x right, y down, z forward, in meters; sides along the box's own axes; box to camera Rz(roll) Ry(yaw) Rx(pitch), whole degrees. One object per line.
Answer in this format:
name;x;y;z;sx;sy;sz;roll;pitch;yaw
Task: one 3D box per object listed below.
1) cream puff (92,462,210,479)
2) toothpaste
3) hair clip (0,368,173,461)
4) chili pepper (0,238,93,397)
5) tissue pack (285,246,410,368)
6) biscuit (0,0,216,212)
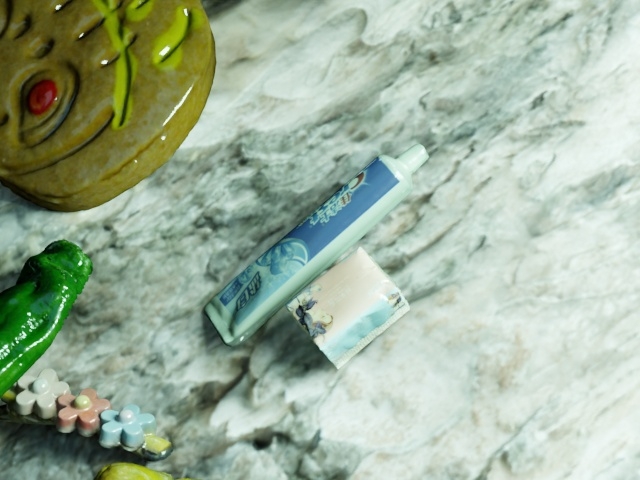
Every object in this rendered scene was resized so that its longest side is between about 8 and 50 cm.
cream puff;-0.143;0.302;1.538;0.244;0.196;0.244;0;91;3
toothpaste;-0.001;-0.001;1.741;0.268;0.047;0.069;-42;68;1
hair clip;-0.238;0.165;1.742;0.214;0.056;0.062;9;34;27
chili pepper;-0.304;0.088;1.771;0.098;0.061;0.224;13;51;36
tissue pack;0.027;0.062;1.683;0.094;0.059;0.074;-40;53;-2
biscuit;-0.296;-0.196;1.953;0.350;0.070;0.394;-47;56;-6
